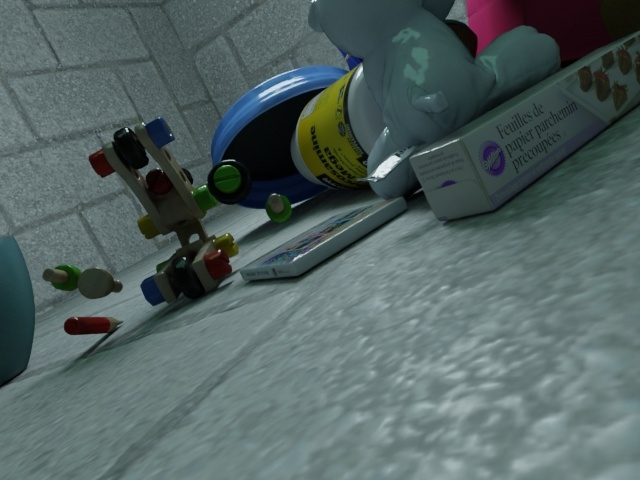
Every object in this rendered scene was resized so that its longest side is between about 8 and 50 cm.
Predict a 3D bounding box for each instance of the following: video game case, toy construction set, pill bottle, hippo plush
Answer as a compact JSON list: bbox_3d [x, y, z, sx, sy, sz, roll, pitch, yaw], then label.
[{"bbox_3d":[0.000,0.000,0.644,0.157,0.019,0.143,-30,9,-28],"label":"video game case"},{"bbox_3d":[-0.226,0.004,0.837,0.308,0.257,0.237,-50,-8,-5],"label":"toy construction set"},{"bbox_3d":[0.071,-0.184,0.966,0.188,0.187,0.334,-30,8,-21],"label":"pill bottle"},{"bbox_3d":[0.080,-0.193,0.640,0.294,0.236,0.234,-27,-14,-39],"label":"hippo plush"}]

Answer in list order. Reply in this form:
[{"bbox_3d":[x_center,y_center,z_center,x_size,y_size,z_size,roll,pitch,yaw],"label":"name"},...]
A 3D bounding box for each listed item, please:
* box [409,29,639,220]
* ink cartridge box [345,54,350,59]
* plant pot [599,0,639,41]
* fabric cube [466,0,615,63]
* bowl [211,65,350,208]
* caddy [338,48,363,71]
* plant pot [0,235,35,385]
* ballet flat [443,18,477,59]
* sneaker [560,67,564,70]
[{"bbox_3d":[0.219,-0.117,0.534,0.324,0.063,0.067,-32,8,-31],"label":"box"},{"bbox_3d":[0.172,-0.417,0.846,0.296,0.066,0.261,-59,7,-20],"label":"ink cartridge box"},{"bbox_3d":[0.456,-0.329,0.646,0.237,0.237,0.254,-30,-4,-21],"label":"plant pot"},{"bbox_3d":[0.403,-0.418,0.952,0.254,0.258,0.258,-8,9,1],"label":"fabric cube"},{"bbox_3d":[-0.051,-0.213,1.229,0.392,0.077,0.391,-22,-24,-11],"label":"bowl"},{"bbox_3d":[0.140,-0.414,1.263,0.179,0.241,0.341,-49,-10,21],"label":"caddy"},{"bbox_3d":[-0.559,0.145,0.861,0.290,0.195,0.290,-26,8,4],"label":"plant pot"},{"bbox_3d":[0.222,-0.292,0.996,0.116,0.124,0.342,-15,6,14],"label":"ballet flat"},{"bbox_3d":[0.338,-0.228,0.877,0.084,0.069,0.185,1,13,18],"label":"sneaker"}]
